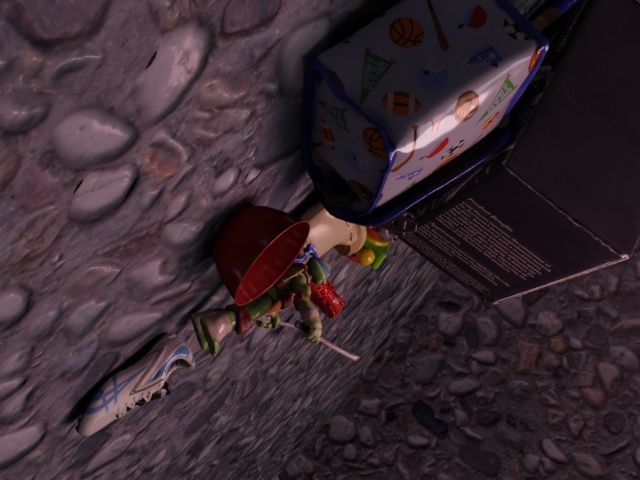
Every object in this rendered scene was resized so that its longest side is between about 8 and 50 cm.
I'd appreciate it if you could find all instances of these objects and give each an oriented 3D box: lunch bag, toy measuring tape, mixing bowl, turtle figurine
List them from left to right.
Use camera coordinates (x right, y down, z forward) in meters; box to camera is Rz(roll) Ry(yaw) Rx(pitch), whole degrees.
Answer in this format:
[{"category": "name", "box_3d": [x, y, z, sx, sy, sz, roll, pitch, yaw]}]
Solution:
[{"category": "mixing bowl", "box_3d": [-0.112, 0.009, 1.441, 0.181, 0.098, 0.181, -45, 164, -16]}, {"category": "turtle figurine", "box_3d": [-0.083, 0.159, 1.581, 0.266, 0.198, 0.274, -20, 130, -19]}, {"category": "toy measuring tape", "box_3d": [0.111, -0.036, 2.050, 0.121, 0.121, 0.330, -58, -174, 28]}, {"category": "lunch bag", "box_3d": [0.150, -0.200, 1.411, 0.328, 0.239, 0.385, -34, 167, -17]}]

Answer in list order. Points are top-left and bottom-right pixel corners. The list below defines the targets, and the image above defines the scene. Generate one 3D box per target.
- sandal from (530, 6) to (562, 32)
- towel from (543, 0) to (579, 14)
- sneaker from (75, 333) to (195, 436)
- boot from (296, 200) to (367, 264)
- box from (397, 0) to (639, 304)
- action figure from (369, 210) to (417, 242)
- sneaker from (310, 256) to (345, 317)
[{"category": "sandal", "box_3d": [0.476, -0.467, 2.019, 0.240, 0.088, 0.079, -35, -179, -33]}, {"category": "towel", "box_3d": [0.541, -0.494, 2.178, 0.308, 0.076, 0.227, -47, 158, -8]}, {"category": "sneaker", "box_3d": [-0.316, 0.256, 1.489, 0.237, 0.086, 0.085, -41, 165, -27]}, {"category": "boot", "box_3d": [0.000, 0.000, 1.746, 0.203, 0.095, 0.262, -45, 161, -21]}, {"category": "box", "box_3d": [0.452, -0.172, 1.740, 0.480, 0.297, 0.472, -58, -170, -23]}, {"category": "action figure", "box_3d": [0.140, -0.083, 1.729, 0.285, 0.099, 0.185, -63, 151, -79]}, {"category": "sneaker", "box_3d": [0.010, 0.097, 1.959, 0.087, 0.128, 0.221, -46, 165, -13]}]
